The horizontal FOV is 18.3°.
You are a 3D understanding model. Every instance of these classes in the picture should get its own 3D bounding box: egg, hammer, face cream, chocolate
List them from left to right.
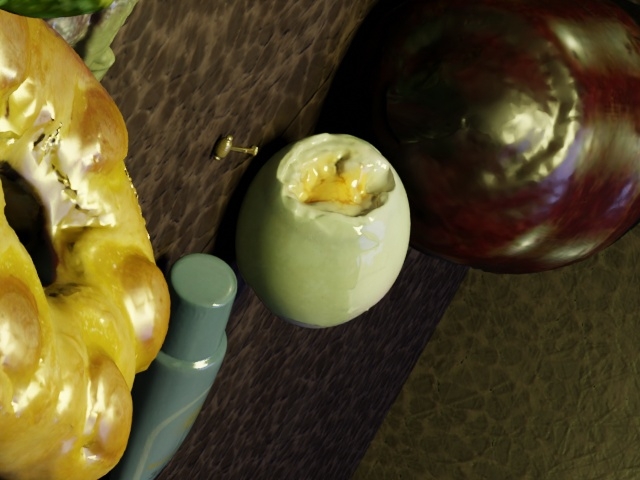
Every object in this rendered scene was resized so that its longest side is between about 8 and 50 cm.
[{"bbox_3d":[-0.158,0.158,2.043,0.135,0.086,0.385,-49,166,-41],"label":"face cream"},{"bbox_3d":[-0.081,-0.090,1.971,0.029,0.014,0.123,-55,169,9],"label":"hammer"},{"bbox_3d":[0.000,0.000,2.089,0.183,0.183,0.217,-52,167,-34],"label":"egg"},{"bbox_3d":[0.185,-0.149,2.220,0.331,0.384,0.383,15,104,-62],"label":"chocolate"}]

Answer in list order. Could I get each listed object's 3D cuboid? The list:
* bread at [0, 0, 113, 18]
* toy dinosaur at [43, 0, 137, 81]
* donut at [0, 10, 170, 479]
[{"bbox_3d":[-0.136,-0.290,0.958,0.376,0.208,0.251,-58,156,-15],"label":"bread"},{"bbox_3d":[-0.175,-0.150,1.312,0.294,0.077,0.162,-40,172,-33],"label":"toy dinosaur"},{"bbox_3d":[-0.206,-0.007,1.133,0.299,0.150,0.317,-53,129,-61],"label":"donut"}]
